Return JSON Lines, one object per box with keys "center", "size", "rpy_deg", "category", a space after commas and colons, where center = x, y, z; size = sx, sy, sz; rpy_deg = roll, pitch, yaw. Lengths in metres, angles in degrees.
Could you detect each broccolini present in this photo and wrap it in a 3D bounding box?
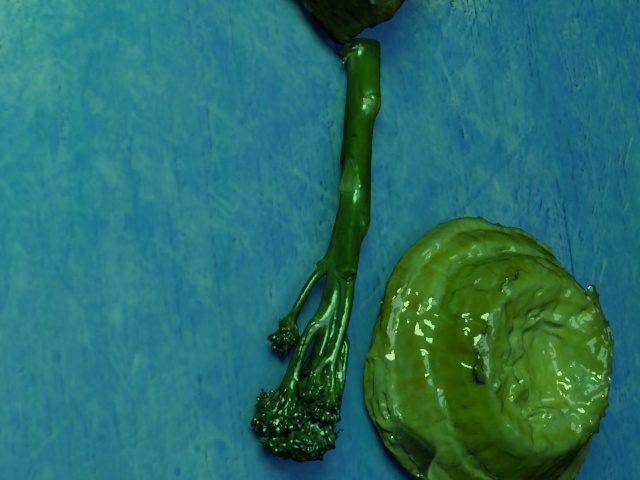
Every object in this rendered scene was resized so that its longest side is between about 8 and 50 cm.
{"center": [0.000, -0.002, 0.946], "size": [0.073, 0.079, 0.392], "rpy_deg": [15, 67, -21], "category": "broccolini"}

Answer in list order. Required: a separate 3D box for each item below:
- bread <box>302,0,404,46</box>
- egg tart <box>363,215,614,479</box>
{"center": [-0.066, -0.371, 0.919], "size": [0.416, 0.113, 0.165], "rpy_deg": [44, 60, -19], "category": "bread"}
{"center": [0.174, 0.118, 1.001], "size": [0.290, 0.115, 0.291], "rpy_deg": [6, 79, -32], "category": "egg tart"}
